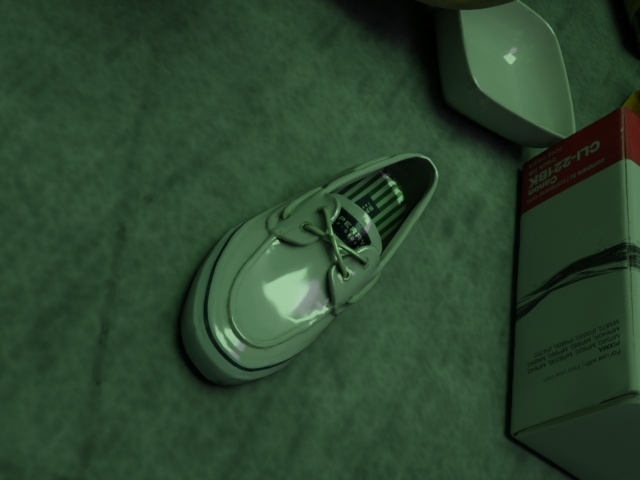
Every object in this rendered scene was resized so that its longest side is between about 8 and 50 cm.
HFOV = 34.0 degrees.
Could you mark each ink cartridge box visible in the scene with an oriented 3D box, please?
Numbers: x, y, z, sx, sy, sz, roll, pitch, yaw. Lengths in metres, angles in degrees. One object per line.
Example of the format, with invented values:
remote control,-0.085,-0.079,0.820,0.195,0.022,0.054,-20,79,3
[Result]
ink cartridge box,0.258,0.064,0.825,0.197,0.114,0.273,34,45,-26

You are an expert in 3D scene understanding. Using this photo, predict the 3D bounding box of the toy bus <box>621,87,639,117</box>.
toy bus,0.427,-0.087,1.014,0.211,0.220,0.149,54,44,-14

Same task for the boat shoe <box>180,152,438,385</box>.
boat shoe,0.000,0.000,0.641,0.083,0.075,0.226,50,42,-9

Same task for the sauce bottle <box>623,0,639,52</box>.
sauce bottle,0.387,-0.371,1.220,0.111,0.111,0.344,18,56,-37

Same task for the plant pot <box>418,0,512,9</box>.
plant pot,0.116,-0.320,0.812,0.254,0.254,0.239,30,47,-29

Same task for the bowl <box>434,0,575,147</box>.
bowl,0.151,-0.147,0.897,0.142,0.053,0.142,20,54,-34
